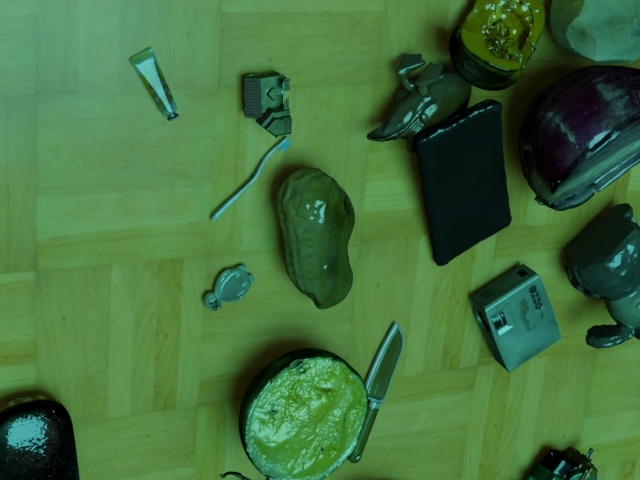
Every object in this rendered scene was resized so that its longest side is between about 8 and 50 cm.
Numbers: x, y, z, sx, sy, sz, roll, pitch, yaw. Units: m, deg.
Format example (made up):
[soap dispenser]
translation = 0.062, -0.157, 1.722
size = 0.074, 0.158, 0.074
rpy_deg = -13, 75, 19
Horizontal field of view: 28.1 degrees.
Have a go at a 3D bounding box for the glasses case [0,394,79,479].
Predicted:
[glasses case]
translation = -0.410, 0.369, 1.848
size = 0.122, 0.082, 0.321
rpy_deg = -10, 117, -21

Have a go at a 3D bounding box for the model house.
[model house]
translation = -0.076, -0.189, 1.782
size = 0.058, 0.057, 0.083
rpy_deg = -13, 119, -26

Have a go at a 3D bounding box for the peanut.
[peanut]
translation = 0.000, 0.000, 1.875
size = 0.110, 0.120, 0.236
rpy_deg = -3, 125, 13

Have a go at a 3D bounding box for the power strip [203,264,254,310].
[power strip]
translation = -0.134, 0.073, 1.883
size = 0.083, 0.035, 0.055
rpy_deg = -39, 123, -9

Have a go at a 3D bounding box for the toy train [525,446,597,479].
[toy train]
translation = 0.409, 0.460, 2.295
size = 0.136, 0.091, 0.228
rpy_deg = 29, 97, -23

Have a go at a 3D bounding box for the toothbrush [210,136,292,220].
[toothbrush]
translation = -0.102, -0.089, 1.839
size = 0.162, 0.014, 0.017
rpy_deg = -45, 105, -2

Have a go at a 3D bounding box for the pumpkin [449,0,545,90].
[pumpkin]
translation = 0.248, -0.280, 1.857
size = 0.119, 0.108, 0.183
rpy_deg = 36, 49, 1

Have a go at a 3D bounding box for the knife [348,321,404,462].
[knife]
translation = 0.088, 0.251, 2.080
size = 0.046, 0.022, 0.256
rpy_deg = 12, 106, -26

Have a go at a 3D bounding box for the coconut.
[coconut]
translation = 0.433, -0.339, 1.905
size = 0.161, 0.162, 0.161
rpy_deg = -11, 117, -22

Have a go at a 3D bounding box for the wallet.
[wallet]
translation = 0.221, -0.087, 1.949
size = 0.146, 0.030, 0.285
rpy_deg = -26, 138, -10

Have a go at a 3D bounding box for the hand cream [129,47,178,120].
[hand cream]
translation = -0.220, -0.208, 1.723
size = 0.035, 0.022, 0.102
rpy_deg = -28, 117, -7

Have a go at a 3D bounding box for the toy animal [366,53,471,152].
[toy animal]
translation = 0.151, -0.179, 1.889
size = 0.188, 0.089, 0.179
rpy_deg = -39, 136, -11

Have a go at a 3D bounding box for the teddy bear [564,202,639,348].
[teddy bear]
translation = 0.493, 0.085, 2.142
size = 0.171, 0.144, 0.251
rpy_deg = -30, 113, -8

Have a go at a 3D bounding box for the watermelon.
[watermelon]
translation = -0.040, 0.263, 1.957
size = 0.204, 0.127, 0.232
rpy_deg = 20, 100, -32

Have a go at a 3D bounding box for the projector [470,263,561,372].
[projector]
translation = 0.322, 0.128, 2.118
size = 0.115, 0.061, 0.147
rpy_deg = -32, 122, -12

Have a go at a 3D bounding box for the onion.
[onion]
translation = 0.445, -0.197, 1.946
size = 0.348, 0.159, 0.267
rpy_deg = -31, 166, -7
